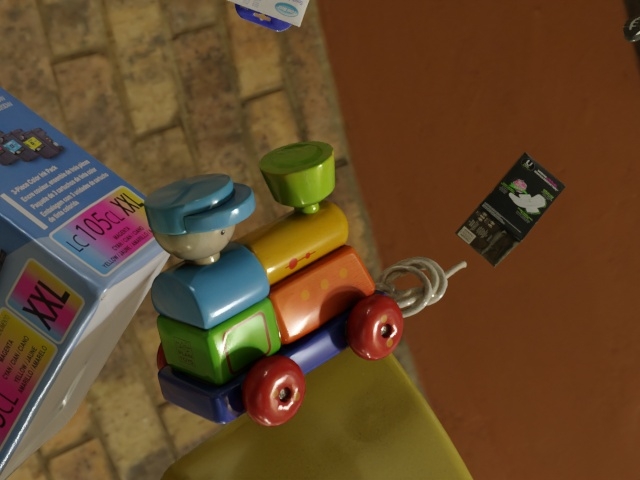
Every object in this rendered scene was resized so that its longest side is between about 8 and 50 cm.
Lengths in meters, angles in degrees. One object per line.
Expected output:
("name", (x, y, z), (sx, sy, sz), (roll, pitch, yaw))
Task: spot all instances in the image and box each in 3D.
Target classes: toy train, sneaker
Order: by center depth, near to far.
("toy train", (0.000, 0.000, 0.731), (0.105, 0.248, 0.143), (15, -57, 45))
("sneaker", (0.427, -0.274, 1.483), (0.040, 0.109, 0.043), (14, -53, 42))

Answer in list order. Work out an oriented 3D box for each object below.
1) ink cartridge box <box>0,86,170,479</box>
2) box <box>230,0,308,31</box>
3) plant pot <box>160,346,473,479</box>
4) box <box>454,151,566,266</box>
("ink cartridge box", (-0.357, -0.010, 1.004), (0.395, 0.151, 0.270), (38, -60, 6))
("box", (-0.041, -0.280, 1.165), (0.081, 0.028, 0.136), (19, -71, -5))
("plant pot", (0.021, 0.238, 0.920), (0.187, 0.212, 0.212), (41, -29, 29))
("box", (0.176, -0.029, 1.068), (0.052, 0.083, 0.062), (42, -30, 5))
